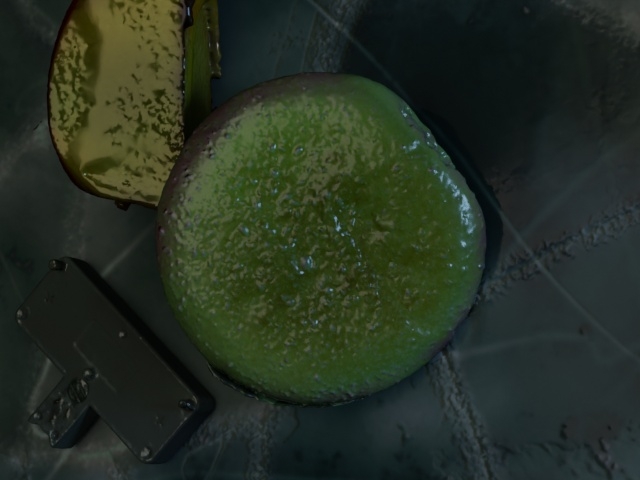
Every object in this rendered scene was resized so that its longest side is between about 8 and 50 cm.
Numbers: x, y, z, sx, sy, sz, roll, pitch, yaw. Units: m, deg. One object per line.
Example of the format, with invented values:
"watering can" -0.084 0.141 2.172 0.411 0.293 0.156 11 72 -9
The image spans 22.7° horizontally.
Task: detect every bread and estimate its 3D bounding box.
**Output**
"bread" -0.006 0.002 1.401 0.301 0.045 0.301 0 93 1

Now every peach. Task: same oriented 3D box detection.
"peach" -0.174 -0.163 1.488 0.154 0.159 0.267 0 96 5

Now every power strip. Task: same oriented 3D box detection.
"power strip" -0.220 0.135 1.537 0.215 0.061 0.145 44 101 23
